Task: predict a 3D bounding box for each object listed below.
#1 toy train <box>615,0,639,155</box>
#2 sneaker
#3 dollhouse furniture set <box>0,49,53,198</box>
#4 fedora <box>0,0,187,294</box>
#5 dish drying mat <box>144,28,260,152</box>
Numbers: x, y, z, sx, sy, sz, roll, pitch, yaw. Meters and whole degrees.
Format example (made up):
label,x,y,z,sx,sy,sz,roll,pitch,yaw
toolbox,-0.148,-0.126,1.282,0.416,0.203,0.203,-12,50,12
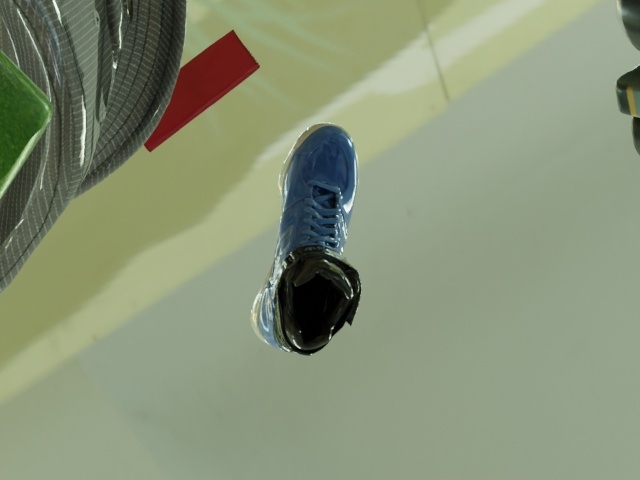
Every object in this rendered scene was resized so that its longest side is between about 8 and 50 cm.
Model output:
label,x,y,z,sx,sy,sz,roll,pitch,yaw
toy train,0.290,-0.073,0.921,0.142,0.190,0.334,-30,-149,-27
sneaker,0.001,0.000,1.141,0.084,0.058,0.152,17,-90,68
dollhouse furniture set,-0.245,0.002,0.472,0.301,0.151,0.197,-3,-129,49
fedora,-0.170,-0.062,0.749,0.244,0.275,0.124,0,-139,-16
dish drying mat,-0.076,-0.088,1.051,0.083,0.008,0.032,-37,-114,4
